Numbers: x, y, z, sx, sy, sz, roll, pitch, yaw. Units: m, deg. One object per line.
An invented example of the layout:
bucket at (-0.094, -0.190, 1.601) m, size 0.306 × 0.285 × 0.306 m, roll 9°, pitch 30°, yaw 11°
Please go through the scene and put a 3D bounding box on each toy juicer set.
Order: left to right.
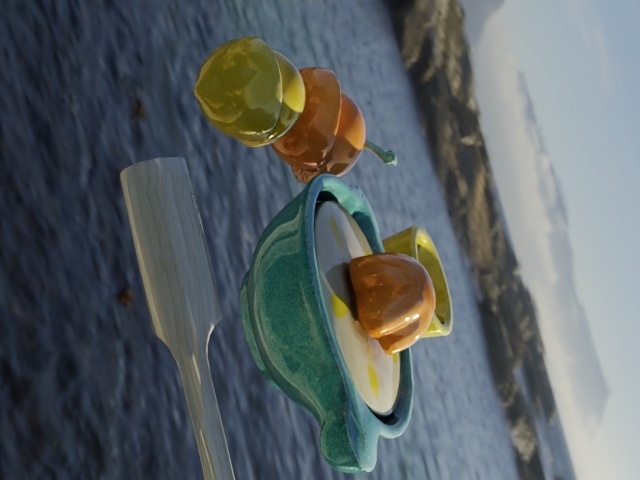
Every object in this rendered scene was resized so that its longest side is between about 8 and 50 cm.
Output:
toy juicer set at (0.000, 0.000, 0.572) m, size 0.329 × 0.089 × 0.209 m, roll -51°, pitch 123°, yaw -68°
